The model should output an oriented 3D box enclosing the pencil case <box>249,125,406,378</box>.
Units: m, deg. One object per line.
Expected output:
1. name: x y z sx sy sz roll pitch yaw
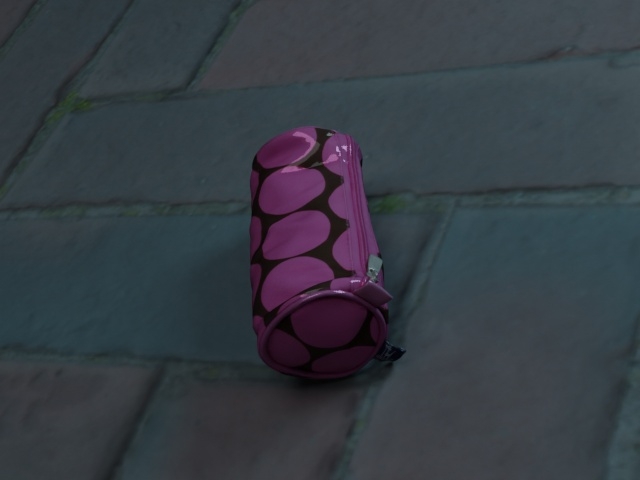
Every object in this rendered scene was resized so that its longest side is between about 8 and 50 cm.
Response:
1. pencil case: 0.000 0.000 0.812 0.098 0.095 0.209 -52 29 30
